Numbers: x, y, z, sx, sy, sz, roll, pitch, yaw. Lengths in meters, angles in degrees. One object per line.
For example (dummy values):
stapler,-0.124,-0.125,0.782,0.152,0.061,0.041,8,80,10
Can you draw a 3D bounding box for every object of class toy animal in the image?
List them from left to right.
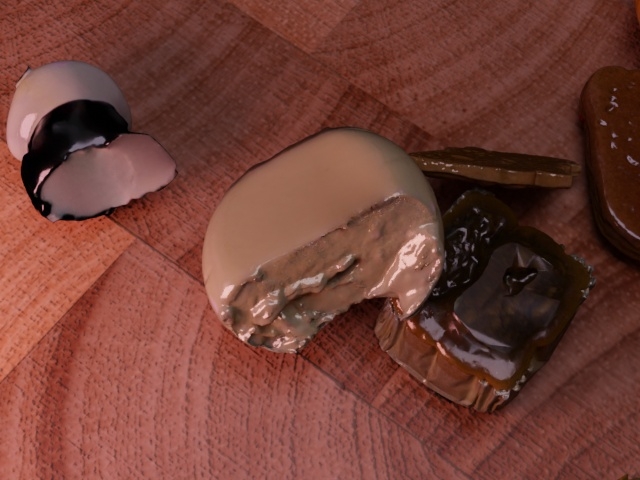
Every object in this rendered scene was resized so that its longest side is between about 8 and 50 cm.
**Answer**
toy animal,-0.273,-0.120,1.451,0.166,0.138,0.179,-8,53,-31

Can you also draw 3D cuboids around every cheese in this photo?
cheese,0.000,0.000,1.359,0.266,0.127,0.233,-28,43,9

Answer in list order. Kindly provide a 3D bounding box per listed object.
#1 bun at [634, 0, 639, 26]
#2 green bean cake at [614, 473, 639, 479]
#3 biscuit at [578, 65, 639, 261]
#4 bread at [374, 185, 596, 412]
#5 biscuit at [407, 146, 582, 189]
bun,0.529,-0.342,1.536,0.298,0.165,0.299,-19,31,12
green bean cake,0.312,0.376,1.239,0.229,0.131,0.224,38,68,11
biscuit,0.448,-0.085,1.534,0.262,0.052,0.277,1,62,-10
bread,0.181,0.066,1.399,0.192,0.110,0.210,37,66,14
biscuit,0.202,-0.084,1.466,0.250,0.162,0.035,2,100,-31
